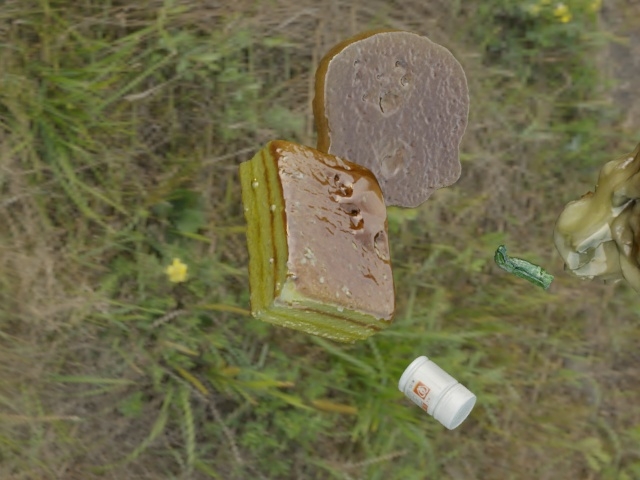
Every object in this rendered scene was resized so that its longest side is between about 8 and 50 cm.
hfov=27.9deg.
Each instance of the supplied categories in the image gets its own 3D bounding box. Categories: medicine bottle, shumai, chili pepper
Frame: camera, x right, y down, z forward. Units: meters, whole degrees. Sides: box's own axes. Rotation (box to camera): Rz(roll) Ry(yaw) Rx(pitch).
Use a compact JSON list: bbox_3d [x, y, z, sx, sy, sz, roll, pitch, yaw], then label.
[{"bbox_3d":[0.149,0.194,1.652,0.057,0.089,0.057,-41,154,-26],"label":"medicine bottle"},{"bbox_3d":[0.267,-0.007,1.044,0.161,0.153,0.209,-35,121,-52],"label":"shumai"},{"bbox_3d":[0.322,0.041,2.082,0.118,0.055,0.035,35,60,-18],"label":"chili pepper"}]

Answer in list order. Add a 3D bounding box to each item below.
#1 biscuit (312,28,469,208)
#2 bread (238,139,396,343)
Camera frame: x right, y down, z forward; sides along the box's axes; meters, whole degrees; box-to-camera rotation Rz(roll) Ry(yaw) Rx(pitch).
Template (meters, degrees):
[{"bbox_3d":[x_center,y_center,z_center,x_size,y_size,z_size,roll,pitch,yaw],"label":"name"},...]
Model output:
[{"bbox_3d":[0.102,-0.174,1.837,0.273,0.049,0.257,-1,92,-35],"label":"biscuit"},{"bbox_3d":[0.000,0.000,1.627,0.184,0.110,0.234,18,52,-37],"label":"bread"}]
